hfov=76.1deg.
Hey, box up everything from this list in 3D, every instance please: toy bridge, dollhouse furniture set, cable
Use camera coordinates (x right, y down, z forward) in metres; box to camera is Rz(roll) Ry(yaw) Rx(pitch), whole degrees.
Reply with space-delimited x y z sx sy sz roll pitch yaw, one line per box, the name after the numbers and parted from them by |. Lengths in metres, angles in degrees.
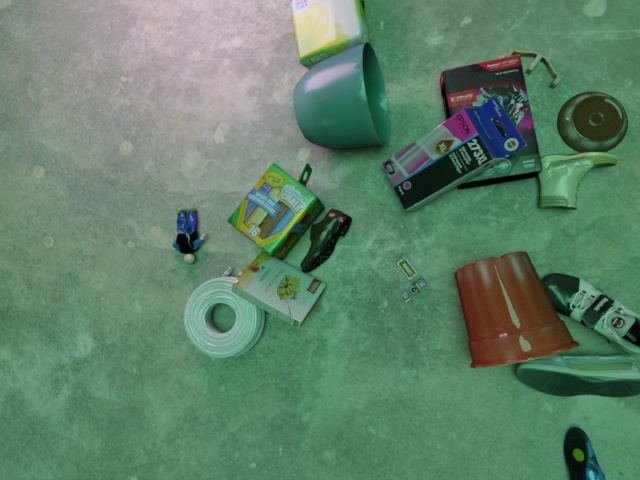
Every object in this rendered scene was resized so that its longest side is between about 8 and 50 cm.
0.667 -0.552 1.276 0.188 0.026 0.063 37 88 11 | toy bridge
0.262 0.116 1.237 0.091 0.081 0.114 -36 80 3 | dollhouse furniture set
-0.305 0.244 1.305 0.257 0.089 0.257 -41 80 2 | cable

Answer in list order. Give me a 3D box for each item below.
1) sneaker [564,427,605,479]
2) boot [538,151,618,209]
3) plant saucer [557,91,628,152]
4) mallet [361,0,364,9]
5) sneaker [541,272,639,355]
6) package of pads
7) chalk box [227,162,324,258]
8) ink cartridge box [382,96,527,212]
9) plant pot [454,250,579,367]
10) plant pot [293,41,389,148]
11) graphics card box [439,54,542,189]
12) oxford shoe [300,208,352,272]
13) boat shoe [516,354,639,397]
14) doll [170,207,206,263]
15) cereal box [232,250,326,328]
0.736 0.627 1.126 0.082 0.069 0.209 4 73 -24 | sneaker
0.750 -0.171 1.197 0.213 0.077 0.165 -2 83 14 | boot
0.823 -0.360 1.227 0.199 0.036 0.198 -1 84 8 | plant saucer
0.095 -0.720 1.380 0.062 0.039 0.189 17 91 11 | mallet
0.776 0.197 1.121 0.331 0.146 0.122 33 91 12 | sneaker
0.028 -0.735 1.333 0.229 0.101 0.296 -12 83 23 | package of pads
-0.109 -0.107 1.269 0.179 0.180 0.289 40 92 11 | chalk box
0.375 -0.248 1.195 0.371 0.069 0.175 -31 72 25 | ink cartridge box
0.504 0.184 1.116 0.273 0.272 0.265 -16 74 7 | plant pot
0.059 -0.409 1.232 0.235 0.293 0.292 -7 83 22 | plant pot
0.509 -0.356 1.245 0.233 0.094 0.370 -7 84 10 | graphics card box
0.000 0.000 1.300 0.096 0.083 0.227 35 88 27 | oxford shoe
0.712 0.361 1.138 0.321 0.103 0.118 -1 129 11 | boat shoe
-0.443 -0.014 1.377 0.129 0.046 0.188 -5 83 9 | doll
-0.124 0.146 1.261 0.240 0.047 0.173 26 45 11 | cereal box
